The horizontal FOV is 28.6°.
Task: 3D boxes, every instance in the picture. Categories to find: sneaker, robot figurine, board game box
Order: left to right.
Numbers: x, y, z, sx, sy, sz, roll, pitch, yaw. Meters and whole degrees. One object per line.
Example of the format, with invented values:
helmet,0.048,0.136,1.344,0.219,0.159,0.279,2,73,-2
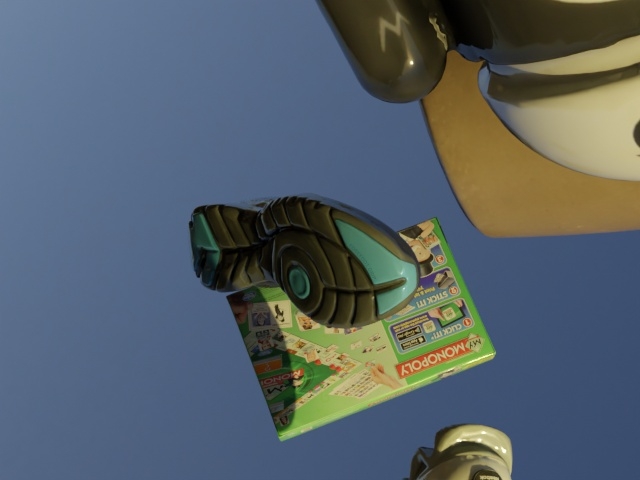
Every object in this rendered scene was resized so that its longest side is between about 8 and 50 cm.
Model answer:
sneaker,0.000,0.000,1.272,0.341,0.139,0.125,14,-68,53
board game box,0.054,0.121,1.741,0.317,0.046,0.213,-20,-106,-5
sneaker,0.111,0.335,1.281,0.330,0.122,0.146,105,-13,-48
robot figurine,0.107,-0.155,0.465,0.209,0.278,0.173,-10,-155,39

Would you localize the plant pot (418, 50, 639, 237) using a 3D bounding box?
plant pot,0.177,-0.107,0.717,0.229,0.263,0.263,-17,-134,17
